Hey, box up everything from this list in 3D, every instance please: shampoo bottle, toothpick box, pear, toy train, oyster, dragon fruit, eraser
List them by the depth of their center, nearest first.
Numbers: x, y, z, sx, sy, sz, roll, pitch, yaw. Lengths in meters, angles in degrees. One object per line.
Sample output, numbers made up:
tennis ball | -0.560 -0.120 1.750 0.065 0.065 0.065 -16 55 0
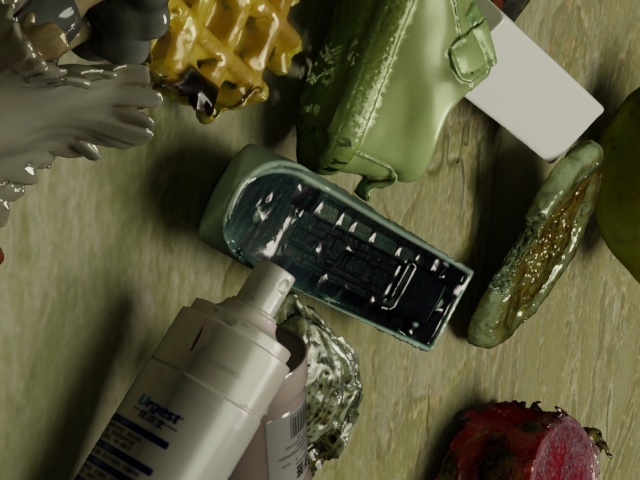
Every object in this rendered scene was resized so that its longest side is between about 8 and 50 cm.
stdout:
shampoo bottle | -0.106 0.148 1.108 0.303 0.092 0.092 -59 150 -11
toothpick box | -0.056 0.147 1.239 0.098 0.098 0.149 -38 134 -50
toy train | 0.000 0.000 1.279 0.086 0.088 0.407 -61 151 0
oyster | -0.024 0.128 1.338 0.125 0.064 0.177 11 104 -48
eraser | 0.169 -0.154 1.508 0.078 0.076 0.298 -47 153 10
dragon fruit | 0.200 0.270 1.751 0.282 0.147 0.211 -37 125 -54
pear | 0.413 -0.060 1.888 0.212 0.212 0.269 -45 136 -44

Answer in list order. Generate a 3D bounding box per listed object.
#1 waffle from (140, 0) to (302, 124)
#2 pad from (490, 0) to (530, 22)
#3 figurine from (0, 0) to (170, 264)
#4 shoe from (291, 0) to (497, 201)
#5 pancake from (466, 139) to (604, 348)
waffle | -0.082 -0.216 1.058 0.312 0.060 0.307 -26 123 -56
pad | 0.162 -0.241 1.484 0.143 0.003 0.211 -53 159 21
figurine | -0.221 -0.028 0.816 0.387 0.166 0.207 -49 -174 -34
shoe | 0.062 -0.160 1.277 0.128 0.140 0.262 30 81 -31
pancake | 0.229 0.006 1.695 0.253 0.037 0.253 -51 160 -26
